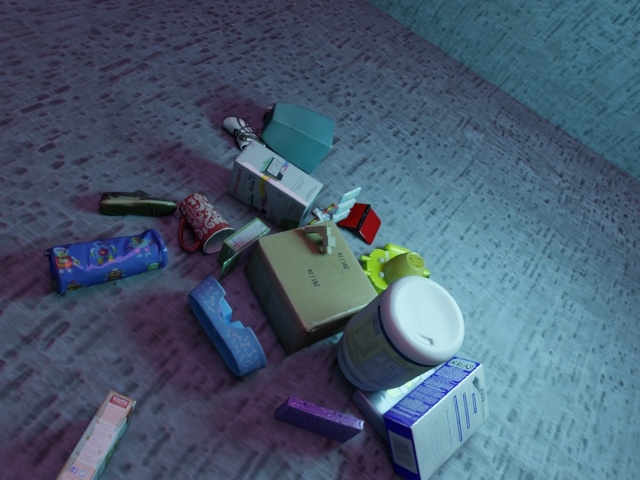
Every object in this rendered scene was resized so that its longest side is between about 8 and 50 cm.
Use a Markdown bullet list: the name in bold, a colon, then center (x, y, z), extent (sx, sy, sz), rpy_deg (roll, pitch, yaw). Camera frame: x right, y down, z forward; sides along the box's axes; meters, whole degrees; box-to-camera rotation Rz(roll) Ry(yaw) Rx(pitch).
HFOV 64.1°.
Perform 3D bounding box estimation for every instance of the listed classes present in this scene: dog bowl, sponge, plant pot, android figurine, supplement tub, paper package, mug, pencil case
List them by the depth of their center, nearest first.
- **sponge**: center (-0.007, 0.468, 1.334), extent (0.210, 0.117, 0.031), rpy_deg (23, 49, -9)
- **supplement tub**: center (0.201, 0.263, 1.374), extent (0.235, 0.325, 0.236), rpy_deg (13, 55, -19)
- **dog bowl**: center (-0.258, 0.235, 1.375), extent (0.074, 0.166, 0.297), rpy_deg (-29, 70, -26)
- **pencil case**: center (-0.578, 0.048, 1.390), extent (0.306, 0.119, 0.133), rpy_deg (-14, 60, -33)
- **paper package**: center (-0.026, 0.133, 1.554), extent (0.309, 0.168, 0.325), rpy_deg (-14, 61, -35)
- **mug**: center (-0.370, -0.053, 1.576), extent (0.150, 0.113, 0.169), rpy_deg (-22, 63, -38)
- **plant pot**: center (0.295, 0.092, 1.712), extent (0.134, 0.095, 0.134), rpy_deg (14, 51, -18)
- **android figurine**: center (0.259, 0.119, 1.777), extent (0.272, 0.056, 0.248), rpy_deg (18, 49, -14)
- **plant pot**: center (-0.093, -0.401, 1.911), extent (0.234, 0.165, 0.166), rpy_deg (25, 47, -21)

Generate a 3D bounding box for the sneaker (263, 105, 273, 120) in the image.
- **sneaker**: center (-0.153, -0.475, 2.039), extent (0.170, 0.063, 0.075), rpy_deg (24, 47, 0)

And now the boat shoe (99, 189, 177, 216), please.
- **boat shoe**: center (-0.554, -0.120, 1.559), extent (0.223, 0.080, 0.074), rpy_deg (-2, 61, -21)

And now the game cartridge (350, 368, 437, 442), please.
- **game cartridge**: center (0.233, 0.434, 1.521), extent (0.294, 0.060, 0.196), rpy_deg (-30, 67, -39)

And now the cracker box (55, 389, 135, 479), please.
- **cracker box**: center (-0.485, 0.459, 1.088), extent (0.067, 0.156, 0.232), rpy_deg (25, 48, -6)

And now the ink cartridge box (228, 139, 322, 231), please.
- **ink cartridge box**: center (-0.156, -0.173, 1.699), extent (0.278, 0.201, 0.117), rpy_deg (33, 59, 2)

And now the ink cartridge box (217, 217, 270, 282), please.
- **ink cartridge box**: center (-0.254, 0.027, 1.567), extent (0.062, 0.109, 0.209), rpy_deg (41, 49, 9)

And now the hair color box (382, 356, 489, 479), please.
- **hair color box**: center (0.332, 0.490, 1.428), extent (0.338, 0.110, 0.185), rpy_deg (-23, 109, -36)

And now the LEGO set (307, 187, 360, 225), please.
- **LEGO set**: center (0.028, -0.073, 1.723), extent (0.244, 0.182, 0.060), rpy_deg (-25, 70, -29)

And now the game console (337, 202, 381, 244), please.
- **game console**: center (0.146, -0.064, 1.892), extent (0.124, 0.085, 0.144), rpy_deg (8, 43, 22)

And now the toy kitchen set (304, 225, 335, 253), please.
- **toy kitchen set**: center (0.000, 0.000, 1.544), extent (0.068, 0.075, 0.083), rpy_deg (7, 80, -69)

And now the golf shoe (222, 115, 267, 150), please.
- **golf shoe**: center (-0.289, -0.389, 1.898), extent (0.198, 0.077, 0.094), rpy_deg (31, 48, 2)
